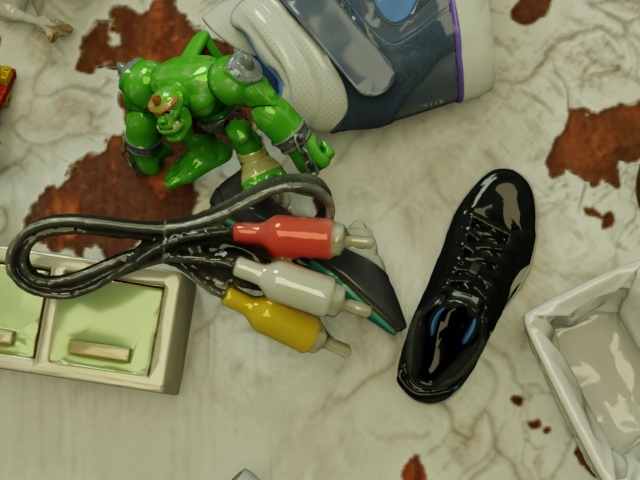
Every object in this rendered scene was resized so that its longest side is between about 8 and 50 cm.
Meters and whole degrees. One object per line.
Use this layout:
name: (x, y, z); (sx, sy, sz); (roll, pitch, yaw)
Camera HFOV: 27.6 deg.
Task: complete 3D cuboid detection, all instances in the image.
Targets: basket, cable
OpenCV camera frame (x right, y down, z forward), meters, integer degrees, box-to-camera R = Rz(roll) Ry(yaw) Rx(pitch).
basket: (0.245, 0.115, 1.060); (0.113, 0.103, 0.167); (-25, 80, 0)
cable: (-0.097, 0.006, 1.018); (0.287, 0.072, 0.139); (9, 103, -10)

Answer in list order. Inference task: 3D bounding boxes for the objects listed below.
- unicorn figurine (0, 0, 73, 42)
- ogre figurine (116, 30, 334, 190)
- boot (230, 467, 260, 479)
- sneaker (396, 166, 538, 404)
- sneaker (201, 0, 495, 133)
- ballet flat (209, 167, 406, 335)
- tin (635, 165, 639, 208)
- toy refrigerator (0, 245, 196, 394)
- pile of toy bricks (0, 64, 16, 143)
unicorn figurine: (-0.272, -0.220, 1.150); (0.111, 0.060, 0.162); (30, 115, 10)
ogre figurine: (-0.095, -0.102, 1.075); (0.097, 0.118, 0.197); (-42, 38, -24)
boot: (-0.097, 0.320, 1.065); (0.123, 0.095, 0.258); (37, 94, 2)
sneaker: (0.129, 0.034, 1.069); (0.079, 0.121, 0.216); (22, 84, 5)
sneaker: (0.007, -0.252, 1.112); (0.236, 0.130, 0.322); (-10, 87, -2)
ballet flat: (0.000, 0.000, 1.109); (0.203, 0.074, 0.074); (33, 85, 9)
tin: (0.360, -0.071, 1.115); (0.190, 0.040, 0.106); (-34, 77, -2)
toy refrigerator: (-0.250, 0.061, 1.101); (0.270, 0.094, 0.102); (9, 82, 4)
pile of toy bricks: (-0.331, -0.100, 1.084); (0.118, 0.105, 0.212); (10, 50, 2)
